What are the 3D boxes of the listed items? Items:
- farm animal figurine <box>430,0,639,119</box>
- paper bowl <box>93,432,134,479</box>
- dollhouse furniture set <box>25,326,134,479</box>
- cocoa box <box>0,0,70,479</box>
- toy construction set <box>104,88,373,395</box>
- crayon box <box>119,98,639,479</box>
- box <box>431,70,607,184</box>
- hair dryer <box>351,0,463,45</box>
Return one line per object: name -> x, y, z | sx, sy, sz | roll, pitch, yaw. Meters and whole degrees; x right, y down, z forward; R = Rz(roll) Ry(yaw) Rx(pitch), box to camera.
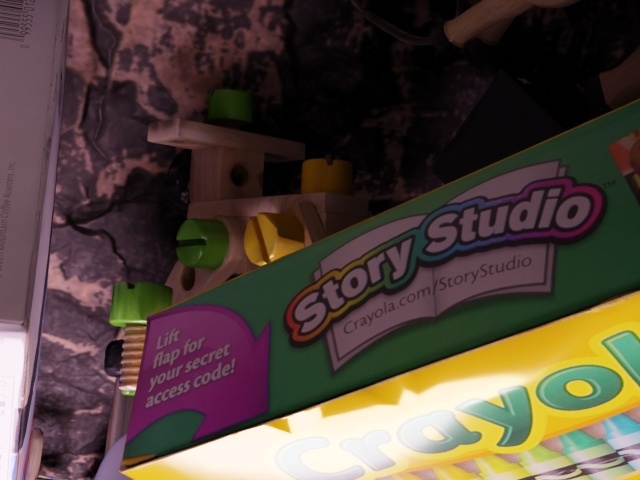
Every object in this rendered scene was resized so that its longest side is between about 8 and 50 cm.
farm animal figurine -> 0.215, -0.120, 0.551 | 0.330, 0.326, 0.172 | -11, 163, -37
paper bowl -> -0.060, 0.218, 0.750 | 0.285, 0.148, 0.284 | -4, 152, -2
dollhouse furniture set -> -0.175, 0.205, 0.993 | 0.212, 0.160, 0.242 | 12, 150, -19
cocoa box -> -0.286, 0.002, 0.622 | 0.232, 0.347, 0.227 | 5, 131, -15
toy construction set -> 0.000, 0.000, 0.735 | 0.309, 0.237, 0.257 | 5, 168, -16
crayon box -> 0.143, 0.092, 0.507 | 0.363, 0.106, 0.313 | -24, 135, 28
box -> 0.235, -0.004, 0.727 | 0.184, 0.261, 0.103 | -7, 141, -48
hair dryer -> 0.086, -0.257, 0.634 | 0.224, 0.080, 0.293 | -25, 130, 11
